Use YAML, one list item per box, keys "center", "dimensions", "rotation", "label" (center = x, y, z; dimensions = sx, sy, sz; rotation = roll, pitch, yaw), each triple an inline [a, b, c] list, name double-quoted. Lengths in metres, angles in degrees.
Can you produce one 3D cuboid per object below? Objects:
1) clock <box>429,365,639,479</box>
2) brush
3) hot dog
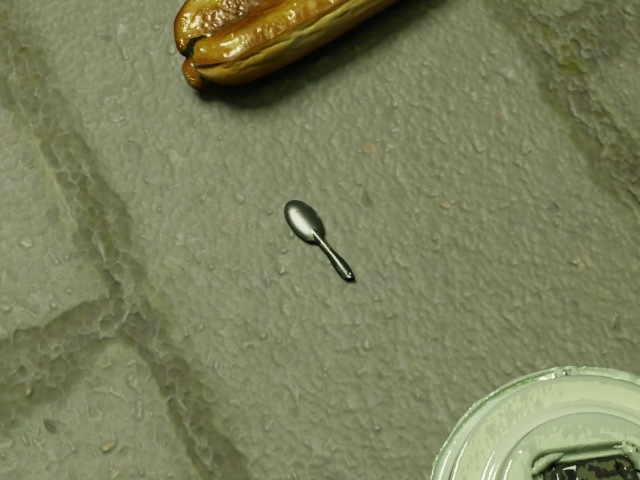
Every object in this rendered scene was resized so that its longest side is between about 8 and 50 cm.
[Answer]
- center: [0.190, 0.191, 1.214]
  dimensions: [0.236, 0.053, 0.236]
  rotation: [-1, 63, 3]
  label: "clock"
- center: [0.000, 0.000, 1.338]
  dimensions: [0.024, 0.008, 0.083]
  rotation: [-34, 68, -15]
  label: "brush"
- center: [-0.006, -0.199, 1.403]
  dimensions: [0.249, 0.068, 0.100]
  rotation: [-30, 54, -14]
  label: "hot dog"
